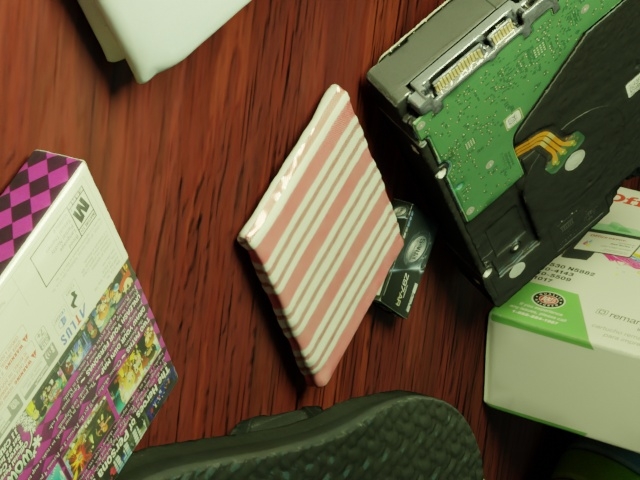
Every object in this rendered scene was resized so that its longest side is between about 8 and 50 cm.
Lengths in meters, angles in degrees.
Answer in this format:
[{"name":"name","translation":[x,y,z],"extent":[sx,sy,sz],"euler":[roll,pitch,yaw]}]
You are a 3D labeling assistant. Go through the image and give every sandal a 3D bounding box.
[{"name":"sandal","translation":[-0.033,0.182,1.347],"extent":[0.446,0.107,0.167],"euler":[4,102,-51]}]

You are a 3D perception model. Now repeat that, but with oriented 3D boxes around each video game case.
[{"name":"video game case","translation":[-0.174,0.101,1.058],"extent":[0.232,0.042,0.210],"euler":[-59,150,-29]}]

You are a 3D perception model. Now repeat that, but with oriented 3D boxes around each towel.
[{"name":"towel","translation":[0.000,0.000,1.376],"extent":[0.144,0.029,0.197],"euler":[-60,149,-27]}]

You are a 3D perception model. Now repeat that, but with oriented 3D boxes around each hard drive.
[{"name":"hard drive","translation":[0.177,-0.106,1.521],"extent":[0.237,0.064,0.339],"euler":[-41,150,-5]}]

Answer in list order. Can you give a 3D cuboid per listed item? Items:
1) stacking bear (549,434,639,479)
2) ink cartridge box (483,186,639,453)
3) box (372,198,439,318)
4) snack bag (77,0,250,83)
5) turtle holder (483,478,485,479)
[{"name":"stacking bear","translation":[0.292,0.292,1.980],"extent":[0.289,0.164,0.175],"euler":[-52,-167,-18]},{"name":"ink cartridge box","translation":[0.308,0.071,1.831],"extent":[0.278,0.201,0.117],"euler":[-44,141,-47]},{"name":"box","translation":[0.064,0.016,1.520],"extent":[0.067,0.018,0.083],"euler":[37,71,-63]},{"name":"snack bag","translation":[-0.027,-0.287,1.002],"extent":[0.342,0.037,0.323],"euler":[-40,144,-11]},{"name":"turtle holder","translation":[0.102,0.365,1.536],"extent":[0.320,0.243,0.227],"euler":[-50,133,-11]}]
